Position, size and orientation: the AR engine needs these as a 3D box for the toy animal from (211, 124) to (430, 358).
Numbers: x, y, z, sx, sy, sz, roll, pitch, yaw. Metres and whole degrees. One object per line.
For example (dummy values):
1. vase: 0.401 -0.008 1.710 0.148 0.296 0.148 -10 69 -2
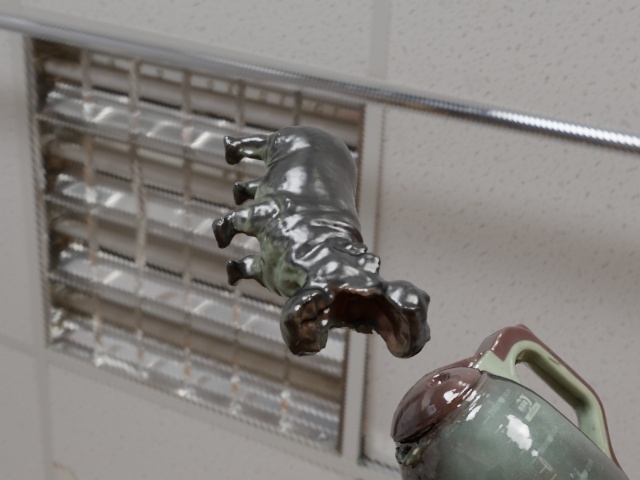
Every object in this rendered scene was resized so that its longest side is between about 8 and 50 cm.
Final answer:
1. toy animal: -0.015 0.008 1.091 0.168 0.343 0.106 -16 -50 -6

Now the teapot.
1. teapot: 0.242 0.264 1.319 0.312 0.315 0.233 51 -39 -1
